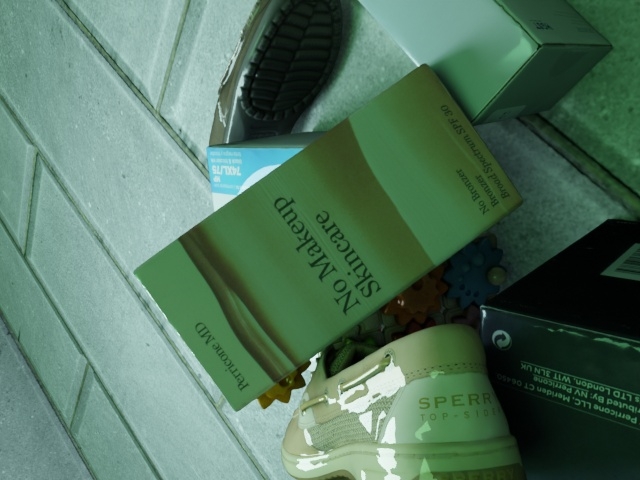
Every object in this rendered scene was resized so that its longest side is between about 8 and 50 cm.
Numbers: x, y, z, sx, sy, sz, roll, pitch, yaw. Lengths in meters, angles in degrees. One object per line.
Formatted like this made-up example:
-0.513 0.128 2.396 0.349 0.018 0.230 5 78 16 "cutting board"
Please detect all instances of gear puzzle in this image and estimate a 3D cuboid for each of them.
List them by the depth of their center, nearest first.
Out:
0.067 0.100 0.615 0.044 0.339 0.175 -145 44 -67 "gear puzzle"

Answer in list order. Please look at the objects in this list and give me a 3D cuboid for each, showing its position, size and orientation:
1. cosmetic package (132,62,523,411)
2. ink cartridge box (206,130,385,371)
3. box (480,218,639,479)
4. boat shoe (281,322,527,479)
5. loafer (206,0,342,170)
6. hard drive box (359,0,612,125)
0.006 -0.005 0.508 0.153 0.296 0.129 53 178 -3 "cosmetic package"
0.000 0.000 0.731 0.197 0.198 0.270 9 109 42 "ink cartridge box"
0.270 0.160 0.459 0.183 0.296 0.294 9 109 42 "box"
0.046 0.140 0.467 0.341 0.122 0.110 138 130 -64 "boat shoe"
-0.096 -0.218 0.794 0.130 0.134 0.366 59 134 29 "loafer"
0.140 -0.230 0.534 0.232 0.181 0.089 54 133 17 "hard drive box"
